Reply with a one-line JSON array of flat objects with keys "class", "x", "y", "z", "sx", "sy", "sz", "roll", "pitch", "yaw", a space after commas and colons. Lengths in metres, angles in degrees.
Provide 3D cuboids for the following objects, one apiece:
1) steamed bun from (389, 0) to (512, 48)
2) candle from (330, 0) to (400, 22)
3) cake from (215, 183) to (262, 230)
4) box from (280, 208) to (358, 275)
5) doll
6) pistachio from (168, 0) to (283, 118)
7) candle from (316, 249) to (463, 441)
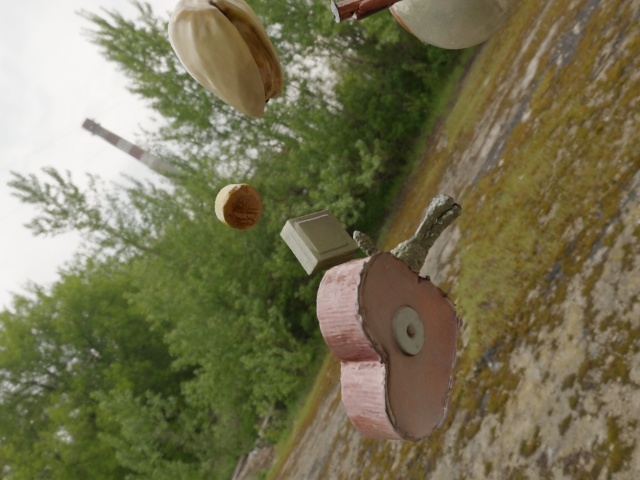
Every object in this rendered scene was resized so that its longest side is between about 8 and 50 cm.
[{"class": "steamed bun", "x": 0.188, "y": -0.444, "z": 0.964, "sx": 0.177, "sy": 0.283, "sz": 0.283, "roll": -27, "pitch": 21, "yaw": 31}, {"class": "candle", "x": 0.089, "y": -0.258, "z": 0.598, "sx": 0.168, "sy": 0.026, "sz": 0.021, "roll": -24, "pitch": -7, "yaw": -13}, {"class": "cake", "x": -0.142, "y": -0.060, "z": 1.021, "sx": 0.044, "sy": 0.084, "sz": 0.084, "roll": 16, "pitch": 73, "yaw": 47}, {"class": "box", "x": 0.000, "y": 0.000, "z": 0.820, "sx": 0.083, "sy": 0.079, "sz": 0.035, "roll": -16, "pitch": -31, "yaw": -38}, {"class": "doll", "x": 0.176, "y": 0.046, "z": 1.154, "sx": 0.286, "sy": 0.202, "sz": 0.091, "roll": -28, "pitch": 30, "yaw": -23}, {"class": "pistachio", "x": -0.156, "y": -0.312, "z": 0.988, "sx": 0.157, "sy": 0.229, "sz": 0.157, "roll": -28, "pitch": 33, "yaw": 20}, {"class": "candle", "x": 0.126, "y": 0.164, "z": 1.008, "sx": 0.132, "sy": 0.316, "sz": 0.287, "roll": -12, "pitch": 10, "yaw": 45}]
